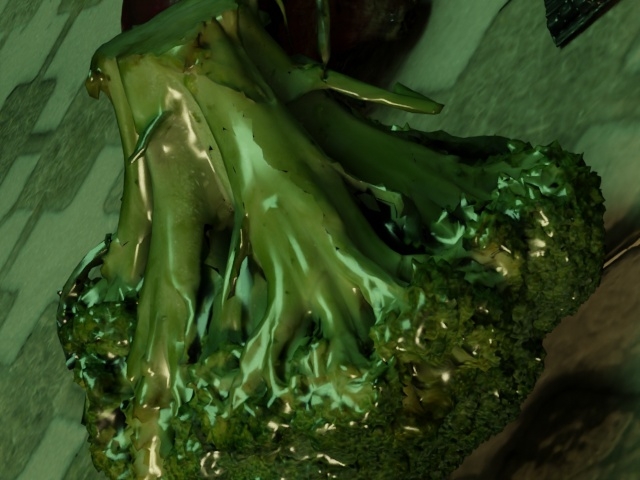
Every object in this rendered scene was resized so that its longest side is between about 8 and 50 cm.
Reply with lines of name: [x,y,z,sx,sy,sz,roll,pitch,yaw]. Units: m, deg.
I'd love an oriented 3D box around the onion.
onion: [-0.033,-0.192,1.224,0.252,0.219,0.252,13,-90,-72]

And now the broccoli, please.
broccoli: [0.000,0.000,0.887,0.304,0.283,0.321,-40,22,-33]

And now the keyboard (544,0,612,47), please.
keyboard: [0.208,-0.203,0.977,0.231,0.023,0.072,-39,36,40]
